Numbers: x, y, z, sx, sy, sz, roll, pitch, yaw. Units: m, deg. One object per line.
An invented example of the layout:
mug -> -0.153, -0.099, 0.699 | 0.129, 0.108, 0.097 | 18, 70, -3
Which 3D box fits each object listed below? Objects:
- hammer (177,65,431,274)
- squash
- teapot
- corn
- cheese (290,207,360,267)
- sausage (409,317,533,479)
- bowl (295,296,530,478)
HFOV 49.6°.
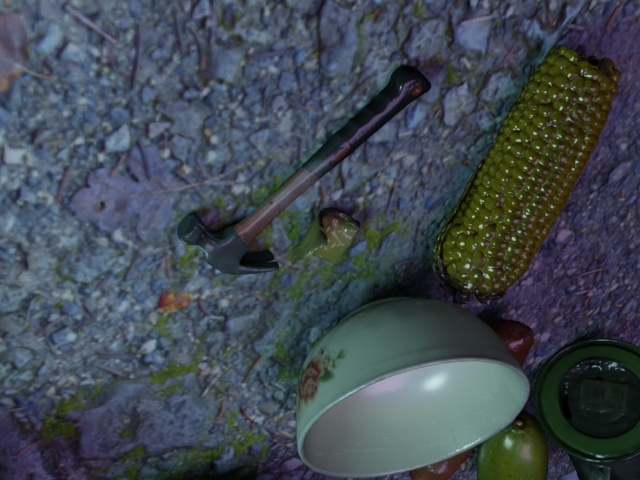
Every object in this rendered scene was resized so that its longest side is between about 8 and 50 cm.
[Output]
hammer -> -0.006, -0.072, 0.702 | 0.288, 0.033, 0.111 | -42, 131, 5
squash -> 0.311, 0.347, 1.127 | 0.123, 0.123, 0.186 | -22, 128, -14
teapot -> 0.487, 0.351, 1.147 | 0.337, 0.200, 0.270 | 52, 48, -44
corn -> 0.230, -0.063, 0.788 | 0.115, 0.115, 0.317 | 9, 118, -33
cheese -> -0.001, -0.001, 0.747 | 0.084, 0.041, 0.060 | -17, 147, -55
sausage -> 0.220, 0.244, 1.028 | 0.087, 0.079, 0.326 | -4, 127, -40
bowl -> 0.093, 0.163, 0.834 | 0.277, 0.145, 0.277 | -11, 141, -10
